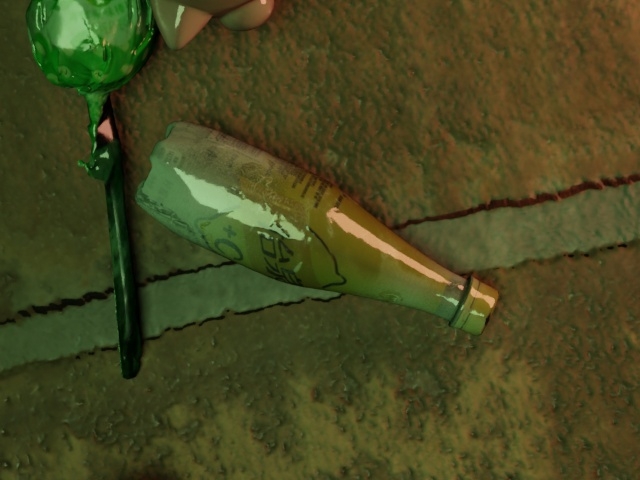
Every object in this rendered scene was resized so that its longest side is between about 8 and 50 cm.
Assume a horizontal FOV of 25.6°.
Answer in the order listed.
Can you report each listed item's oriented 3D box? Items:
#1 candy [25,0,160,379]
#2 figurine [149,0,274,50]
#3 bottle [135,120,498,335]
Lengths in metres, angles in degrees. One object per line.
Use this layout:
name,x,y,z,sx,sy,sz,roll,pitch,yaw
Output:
candy,-0.159,-0.048,1.047,0.097,0.097,0.324,-1,104,11
figurine,-0.077,-0.212,0.987,0.125,0.125,0.138,-28,77,13
bottle,0.000,0.000,1.015,0.269,0.083,0.083,26,101,0
